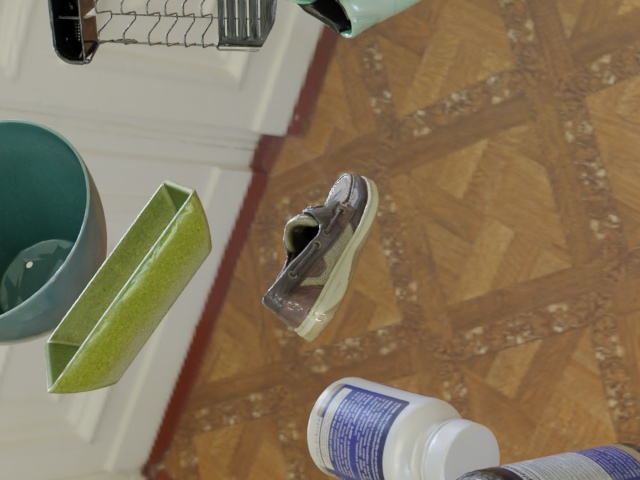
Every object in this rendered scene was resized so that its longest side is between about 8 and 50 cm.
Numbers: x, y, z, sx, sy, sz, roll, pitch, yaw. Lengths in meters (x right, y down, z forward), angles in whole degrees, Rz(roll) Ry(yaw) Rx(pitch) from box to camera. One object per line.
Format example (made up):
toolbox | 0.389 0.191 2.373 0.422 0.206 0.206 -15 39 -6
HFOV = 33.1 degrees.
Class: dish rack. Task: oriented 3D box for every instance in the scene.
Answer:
dish rack | -0.188 -0.317 1.284 0.271 0.074 0.208 3 114 8

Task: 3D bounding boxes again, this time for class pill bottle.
pill bottle | 0.085 0.210 1.102 0.186 0.112 0.112 8 94 50
pill bottle | 0.169 0.232 0.835 0.123 0.219 0.123 16 108 61

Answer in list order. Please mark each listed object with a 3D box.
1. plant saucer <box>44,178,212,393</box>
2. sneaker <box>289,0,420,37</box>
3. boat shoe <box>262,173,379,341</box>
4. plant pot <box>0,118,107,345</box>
plant saucer | -0.156 0.041 0.898 0.188 0.045 0.188 -54 16 -4
sneaker | -0.006 -0.309 1.002 0.256 0.151 0.094 50 161 3
boat shoe | 0.000 0.000 1.332 0.103 0.092 0.285 -46 16 42
plant pot | -0.394 0.019 1.389 0.290 0.195 0.290 -6 61 11
